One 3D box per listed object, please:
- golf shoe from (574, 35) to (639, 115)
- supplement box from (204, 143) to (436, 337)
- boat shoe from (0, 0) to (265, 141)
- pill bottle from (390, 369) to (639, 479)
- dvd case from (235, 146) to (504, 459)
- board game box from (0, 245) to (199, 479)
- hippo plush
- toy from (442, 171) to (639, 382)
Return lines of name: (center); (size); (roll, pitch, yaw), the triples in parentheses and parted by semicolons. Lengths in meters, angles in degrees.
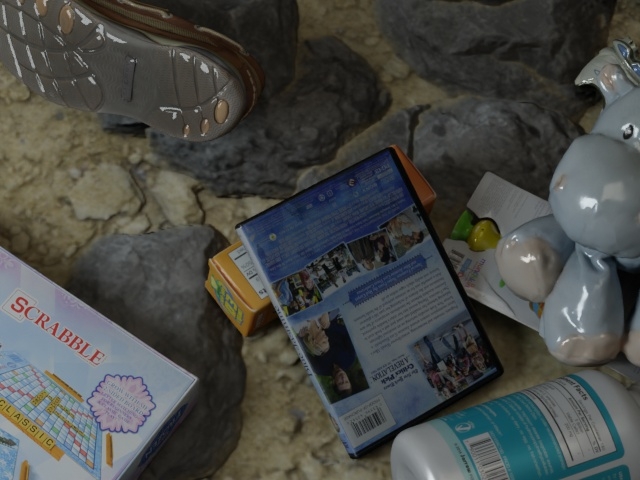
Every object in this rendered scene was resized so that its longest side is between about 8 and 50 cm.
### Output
golf shoe: (0.342, -0.129, 1.848); (0.086, 0.069, 0.176); (-35, 67, 0)
supplement box: (0.000, 0.000, 1.727); (0.233, 0.078, 0.080); (-30, 73, -18)
boat shoe: (-0.204, -0.194, 1.798); (0.324, 0.123, 0.116); (26, 29, 17)
pill bottle: (0.209, 0.208, 1.603); (0.264, 0.146, 0.146); (-16, 66, -14)
dvd case: (0.050, 0.059, 1.676); (0.180, 0.022, 0.253); (-28, 93, -20)
board game box: (-0.331, 0.171, 1.610); (0.318, 0.066, 0.318); (33, 65, 11)
hippo plush: (0.320, -0.027, 1.617); (0.234, 0.236, 0.294); (39, 68, 15)
toy: (0.239, 0.042, 1.743); (0.237, 0.056, 0.137); (28, 67, 11)
